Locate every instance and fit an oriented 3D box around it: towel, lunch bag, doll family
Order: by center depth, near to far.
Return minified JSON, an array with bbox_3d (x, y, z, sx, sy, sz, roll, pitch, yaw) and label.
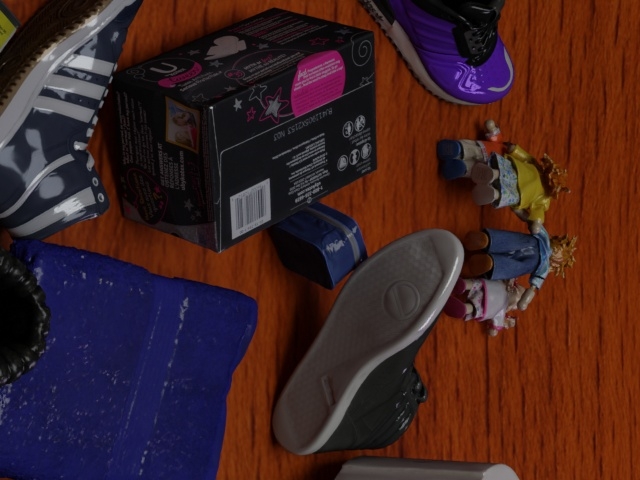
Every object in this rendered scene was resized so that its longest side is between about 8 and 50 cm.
[{"bbox_3d":[-0.205,0.132,1.812,0.308,0.076,0.228,18,85,-48],"label":"towel"},{"bbox_3d":[0.000,0.000,2.026,0.065,0.098,0.067,-38,134,-27],"label":"lunch bag"},{"bbox_3d":[0.237,-0.015,2.259,0.163,0.118,0.263,-2,92,-47],"label":"doll family"}]

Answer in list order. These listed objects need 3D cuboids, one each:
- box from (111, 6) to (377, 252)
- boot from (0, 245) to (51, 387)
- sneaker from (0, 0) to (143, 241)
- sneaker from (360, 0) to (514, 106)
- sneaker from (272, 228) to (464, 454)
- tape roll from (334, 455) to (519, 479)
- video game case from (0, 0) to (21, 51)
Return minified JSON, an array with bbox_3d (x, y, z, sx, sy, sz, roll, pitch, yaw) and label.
[{"bbox_3d":[-0.073,-0.115,1.895,0.247,0.142,0.163,-29,127,-42],"label":"box"},{"bbox_3d":[-0.411,0.045,1.468,0.348,0.260,0.131,4,87,-47],"label":"boot"},{"bbox_3d":[-0.231,-0.122,1.775,0.282,0.099,0.153,-53,124,-27],"label":"sneaker"},{"bbox_3d":[0.158,-0.251,2.153,0.293,0.146,0.102,42,61,-38],"label":"sneaker"},{"bbox_3d":[0.078,0.112,2.046,0.147,0.104,0.296,14,117,-54],"label":"sneaker"},{"bbox_3d":[0.113,0.358,2.050,0.246,0.169,0.246,0,90,-65],"label":"tape roll"},{"bbox_3d":[-0.413,-0.193,1.630,0.275,0.035,0.248,51,56,-33],"label":"video game case"}]
